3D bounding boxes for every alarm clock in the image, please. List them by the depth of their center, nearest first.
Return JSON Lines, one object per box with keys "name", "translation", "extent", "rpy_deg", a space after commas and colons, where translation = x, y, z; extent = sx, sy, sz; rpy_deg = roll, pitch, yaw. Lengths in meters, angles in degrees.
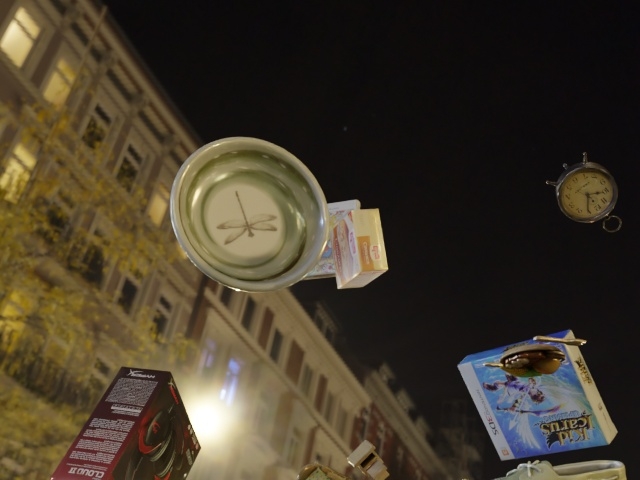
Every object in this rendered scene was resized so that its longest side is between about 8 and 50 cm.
{"name": "alarm clock", "translation": [0.607, -0.095, 1.940], "extent": [0.129, 0.064, 0.192], "rpy_deg": [-38, -83, 19]}

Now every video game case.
{"name": "video game case", "translation": [0.465, 0.342, 1.876], "extent": [0.269, 0.061, 0.244], "rpy_deg": [-23, -85, 40]}
{"name": "video game case", "translation": [0.000, 0.000, 2.349], "extent": [0.206, 0.227, 0.026], "rpy_deg": [-7, -33, 25]}

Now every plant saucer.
{"name": "plant saucer", "translation": [-0.178, -0.055, 2.110], "extent": [0.400, 0.401, 0.100], "rpy_deg": [22, -27, -14]}

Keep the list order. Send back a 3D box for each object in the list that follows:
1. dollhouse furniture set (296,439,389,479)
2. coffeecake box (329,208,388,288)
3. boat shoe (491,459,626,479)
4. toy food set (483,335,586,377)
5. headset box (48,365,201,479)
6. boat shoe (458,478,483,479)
{"name": "dollhouse furniture set", "translation": [0.064, 0.457, 1.616], "extent": [0.101, 0.161, 0.182], "rpy_deg": [52, -12, -21]}
{"name": "coffeecake box", "translation": [0.084, 0.022, 1.975], "extent": [0.068, 0.143, 0.185], "rpy_deg": [-4, -14, -16]}
{"name": "boat shoe", "translation": [0.354, 0.403, 1.399], "extent": [0.302, 0.094, 0.109], "rpy_deg": [2, -2, -14]}
{"name": "toy food set", "translation": [0.420, 0.239, 1.706], "extent": [0.132, 0.039, 0.192], "rpy_deg": [7, -27, -21]}
{"name": "headset box", "translation": [-0.338, 0.403, 1.517], "extent": [0.110, 0.293, 0.218], "rpy_deg": [2, -52, 20]}
{"name": "boat shoe", "translation": [0.272, 0.485, 1.670], "extent": [0.050, 0.045, 0.135], "rpy_deg": [-5, -29, -35]}
